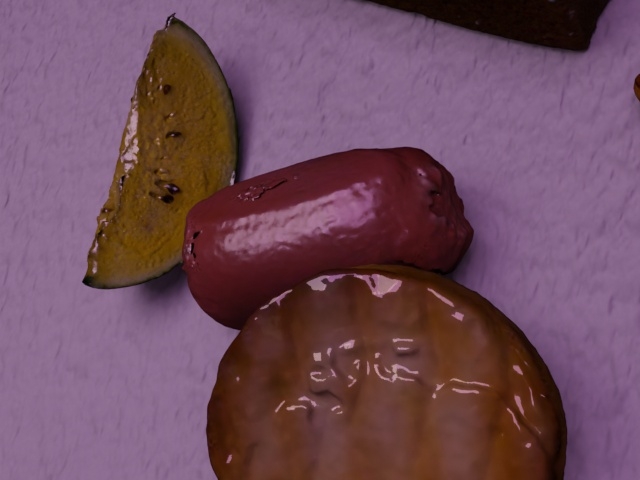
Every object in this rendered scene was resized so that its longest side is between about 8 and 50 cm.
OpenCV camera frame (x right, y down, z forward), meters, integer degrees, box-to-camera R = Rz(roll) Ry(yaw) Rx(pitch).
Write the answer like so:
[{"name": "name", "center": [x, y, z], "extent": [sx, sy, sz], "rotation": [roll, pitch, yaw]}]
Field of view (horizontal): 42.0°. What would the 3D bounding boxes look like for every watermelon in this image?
[{"name": "watermelon", "center": [-0.168, -0.084, 0.892], "extent": [0.123, 0.129, 0.301], "rotation": [7, 79, 26]}]

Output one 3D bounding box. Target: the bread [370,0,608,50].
[{"name": "bread", "center": [0.086, -0.317, 0.864], "extent": [0.417, 0.165, 0.113], "rotation": [23, 81, 26]}]

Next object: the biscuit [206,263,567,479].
[{"name": "biscuit", "center": [0.052, 0.161, 0.696], "extent": [0.297, 0.102, 0.296], "rotation": [2, 98, 14]}]

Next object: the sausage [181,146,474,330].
[{"name": "sausage", "center": [0.000, 0.000, 0.787], "extent": [0.280, 0.152, 0.152], "rotation": [-13, 66, 15]}]

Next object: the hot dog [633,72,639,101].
[{"name": "hot dog", "center": [0.357, -0.112, 0.744], "extent": [0.072, 0.055, 0.188], "rotation": [-43, 61, -2]}]
